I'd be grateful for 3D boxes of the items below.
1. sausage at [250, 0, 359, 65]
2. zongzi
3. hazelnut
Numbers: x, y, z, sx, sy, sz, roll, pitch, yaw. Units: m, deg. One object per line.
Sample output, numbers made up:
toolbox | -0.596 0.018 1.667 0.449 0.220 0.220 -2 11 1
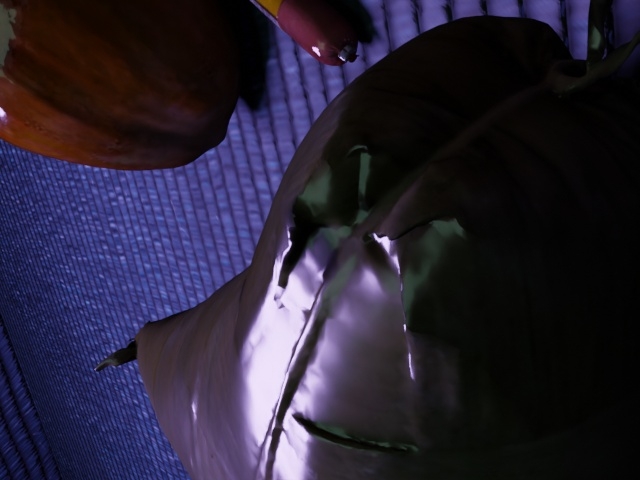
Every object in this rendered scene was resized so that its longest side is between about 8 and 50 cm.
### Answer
sausage | -0.038 -0.157 0.851 0.223 0.029 0.029 47 154 42
zongzi | 0.000 0.000 0.631 0.418 0.181 0.447 33 143 39
hazelnut | -0.158 -0.130 0.970 0.210 0.186 0.210 33 130 49
